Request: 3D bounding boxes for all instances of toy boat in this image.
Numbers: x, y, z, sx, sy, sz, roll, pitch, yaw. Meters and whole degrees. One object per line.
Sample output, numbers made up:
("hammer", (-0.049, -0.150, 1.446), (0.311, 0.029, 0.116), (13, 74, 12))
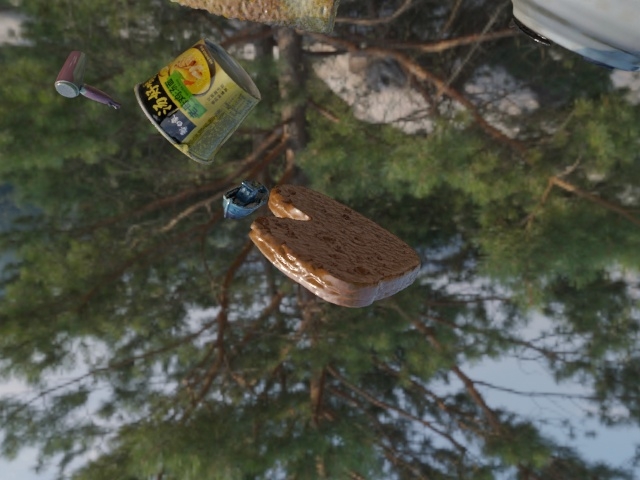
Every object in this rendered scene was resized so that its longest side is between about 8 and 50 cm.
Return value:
("toy boat", (-0.137, -0.081, 1.347), (0.060, 0.061, 0.137), (37, -150, 12))

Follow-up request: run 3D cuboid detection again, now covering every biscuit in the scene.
("biscuit", (0.000, 0.000, 0.724), (0.186, 0.036, 0.192), (32, -159, 22))

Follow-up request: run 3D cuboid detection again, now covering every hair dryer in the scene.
("hair dryer", (-0.523, -0.349, 1.687), (0.054, 0.106, 0.154), (-15, 140, 37))

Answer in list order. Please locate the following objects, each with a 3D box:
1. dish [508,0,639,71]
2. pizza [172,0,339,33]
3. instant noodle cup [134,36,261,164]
("dish", (0.327, -0.279, 0.879), (0.316, 0.106, 0.316), (16, -149, -9))
("pizza", (-0.080, -0.417, 0.939), (0.257, 0.268, 0.087), (10, -148, -11))
("instant noodle cup", (-0.164, -0.200, 1.022), (0.122, 0.151, 0.151), (-42, 165, 16))
